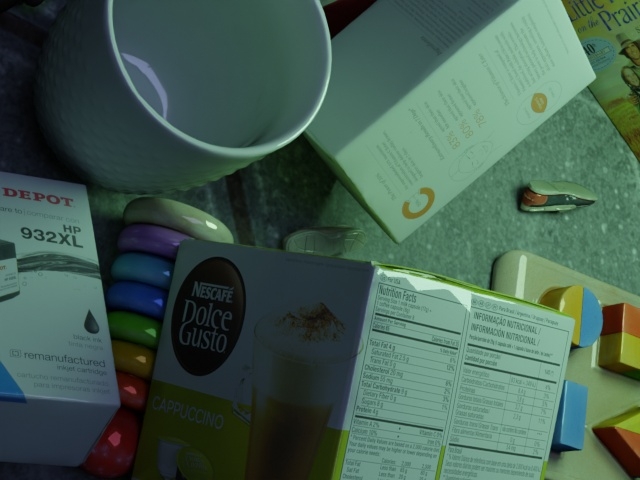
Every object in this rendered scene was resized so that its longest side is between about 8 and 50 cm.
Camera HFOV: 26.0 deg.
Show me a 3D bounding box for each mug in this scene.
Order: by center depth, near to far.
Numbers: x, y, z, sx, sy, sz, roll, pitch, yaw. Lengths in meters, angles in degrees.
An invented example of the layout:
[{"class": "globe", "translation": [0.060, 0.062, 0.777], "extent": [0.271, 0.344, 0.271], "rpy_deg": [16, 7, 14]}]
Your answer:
[{"class": "mug", "translation": [-0.188, -0.236, 1.622], "extent": [0.276, 0.328, 0.374], "rpy_deg": [8, 74, -31]}]

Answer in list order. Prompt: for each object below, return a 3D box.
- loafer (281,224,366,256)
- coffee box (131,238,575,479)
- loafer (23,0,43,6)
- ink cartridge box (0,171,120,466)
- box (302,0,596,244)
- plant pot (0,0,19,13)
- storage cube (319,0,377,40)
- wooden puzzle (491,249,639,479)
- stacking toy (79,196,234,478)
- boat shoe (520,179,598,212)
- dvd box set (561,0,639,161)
[{"class": "loafer", "translation": [0.000, 0.000, 1.864], "extent": [0.125, 0.039, 0.045], "rpy_deg": [-5, 115, -30]}, {"class": "coffee box", "translation": [0.032, 0.195, 1.577], "extent": [0.338, 0.338, 0.334], "rpy_deg": [15, 85, -41]}, {"class": "loafer", "translation": [-0.281, -0.401, 1.752], "extent": [0.302, 0.109, 0.095], "rpy_deg": [-38, 118, -26]}, {"class": "ink cartridge box", "translation": [-0.355, 0.073, 1.486], "extent": [0.223, 0.129, 0.307], "rpy_deg": [9, 46, -29]}, {"class": "box", "translation": [0.148, -0.201, 1.785], "extent": [0.345, 0.168, 0.215], "rpy_deg": [-40, 139, -1]}, {"class": "plant pot", "translation": [-0.455, -0.310, 1.563], "extent": [0.230, 0.215, 0.215], "rpy_deg": [-15, 87, -45]}, {"class": "storage cube", "translation": [0.065, -0.382, 1.888], "extent": [0.193, 0.184, 0.214], "rpy_deg": [4, 78, -39]}, {"class": "wooden puzzle", "translation": [0.399, 0.204, 2.035], "extent": [0.348, 0.080, 0.322], "rpy_deg": [18, 70, -27]}, {"class": "stacking toy", "translation": [-0.218, 0.120, 1.648], "extent": [0.141, 0.141, 0.330], "rpy_deg": [26, 71, -25]}, {"class": "boat shoe", "translation": [0.361, -0.063, 2.097], "extent": [0.137, 0.049, 0.043], "rpy_deg": [2, 120, -34]}, {"class": "dvd box set", "translation": [0.531, -0.265, 2.093], "extent": [0.062, 0.308, 0.420], "rpy_deg": [-43, 103, -30]}]
